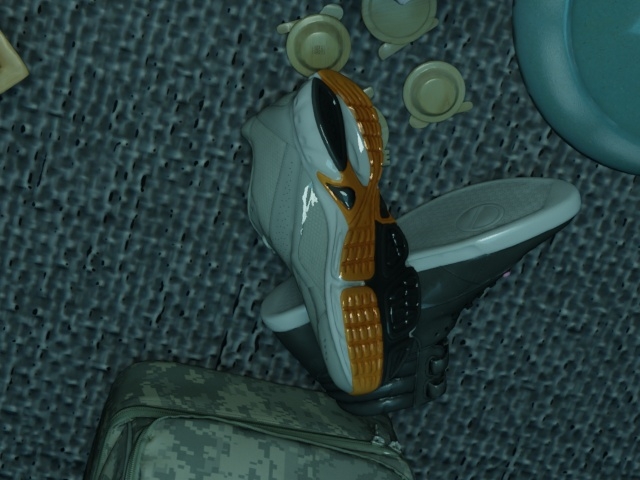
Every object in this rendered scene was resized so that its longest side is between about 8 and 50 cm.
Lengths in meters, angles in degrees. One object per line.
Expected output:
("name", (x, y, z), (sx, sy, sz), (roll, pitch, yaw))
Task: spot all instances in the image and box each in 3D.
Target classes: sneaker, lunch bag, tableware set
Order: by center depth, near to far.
("sneaker", (0.000, 0.000, 0.931), (0.099, 0.121, 0.262), (2, 75, -46))
("tableware set", (0.047, -0.144, 0.960), (0.141, 0.020, 0.168), (-21, 113, 4))
("lunch bag", (-0.058, 0.261, 0.976), (0.305, 0.256, 0.212), (15, 110, -13))
("sneaker", (0.108, 0.055, 1.005), (0.296, 0.104, 0.146), (-25, 114, 10))

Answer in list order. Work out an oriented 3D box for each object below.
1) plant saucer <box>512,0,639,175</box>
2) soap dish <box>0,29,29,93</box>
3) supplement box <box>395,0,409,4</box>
("plant saucer", (0.324, -0.198, 0.961), (0.318, 0.043, 0.317), (-2, 112, -6))
("soap dish", (-0.403, -0.150, 0.851), (0.291, 0.118, 0.229), (-31, 111, 6))
("supplement box", (0.068, -0.252, 0.802), (0.130, 0.239, 0.073), (-39, 109, 8))
